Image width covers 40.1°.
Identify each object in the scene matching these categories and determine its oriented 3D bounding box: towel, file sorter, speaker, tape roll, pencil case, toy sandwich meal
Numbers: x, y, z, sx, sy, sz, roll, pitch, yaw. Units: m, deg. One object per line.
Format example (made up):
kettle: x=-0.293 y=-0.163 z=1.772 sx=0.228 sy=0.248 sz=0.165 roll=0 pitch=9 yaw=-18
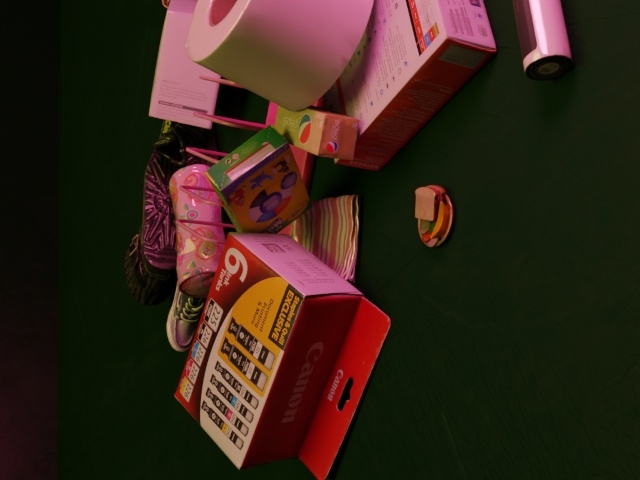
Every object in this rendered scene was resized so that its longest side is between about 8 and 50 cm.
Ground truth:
towel: x=0.000 y=0.000 z=1.441 sx=0.197 sy=0.029 sz=0.144 roll=-3 pitch=80 yaw=58
file sorter: x=-0.137 y=-0.140 z=1.578 sx=0.202 sy=0.182 sz=0.290 roll=26 pitch=107 yaw=60
speaker: x=0.253 y=-0.256 z=1.010 sx=0.055 sy=0.055 sz=0.136 roll=-35 pitch=54 yaw=55
tape roll: x=-0.059 y=-0.330 z=1.257 sx=0.246 sy=0.169 sz=0.246 roll=-40 pitch=38 yaw=41
pencil case: x=-0.250 y=-0.017 z=1.840 sx=0.124 sy=0.124 sz=0.284 roll=-48 pitch=44 yaw=47
toy sandwich meal: x=0.148 y=-0.033 z=1.181 sx=0.086 sy=0.029 sz=0.085 roll=-22 pitch=65 yaw=59

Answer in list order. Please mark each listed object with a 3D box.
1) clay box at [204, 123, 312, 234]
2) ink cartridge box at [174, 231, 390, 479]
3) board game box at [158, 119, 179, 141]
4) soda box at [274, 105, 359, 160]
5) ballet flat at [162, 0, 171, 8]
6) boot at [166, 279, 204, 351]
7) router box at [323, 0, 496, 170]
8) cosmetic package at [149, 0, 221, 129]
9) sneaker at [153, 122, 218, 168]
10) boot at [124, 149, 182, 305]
clay box: x=-0.089 y=-0.071 z=1.384 sx=0.053 sy=0.127 sz=0.222 roll=48 pitch=170 yaw=30
ink cartridge box: x=-0.067 y=0.183 z=1.356 sx=0.272 sy=0.130 sz=0.309 roll=36 pitch=114 yaw=41
board game box: x=-0.365 y=-0.246 z=2.128 sx=0.136 sy=0.030 sz=0.259 roll=-78 pitch=5 yaw=-69
soda box: x=-0.010 y=-0.166 z=1.302 sx=0.181 sy=0.058 sz=0.061 roll=32 pitch=114 yaw=61
ballet flat: x=-0.328 y=-0.607 z=2.155 sx=0.232 sy=0.073 sz=0.080 roll=-9 pitch=76 yaw=61
boot: x=-0.288 y=0.148 z=1.914 sx=0.086 sy=0.069 sz=0.189 roll=-13 pitch=70 yaw=64
router box: x=0.100 y=-0.323 z=1.280 sx=0.301 sy=0.082 sz=0.335 roll=-44 pitch=46 yaw=50
cosmetic package: x=-0.275 y=-0.385 z=1.867 sx=0.224 sy=0.138 sz=0.224 roll=-105 pitch=28 yaw=-66
sneaker: x=-0.307 y=-0.249 z=1.969 sx=0.087 sy=0.130 sz=0.227 roll=-37 pitch=50 yaw=35
boot: x=-0.372 y=-0.040 z=2.056 sx=0.260 sy=0.131 sz=0.347 roll=129 pitch=152 yaw=-63
